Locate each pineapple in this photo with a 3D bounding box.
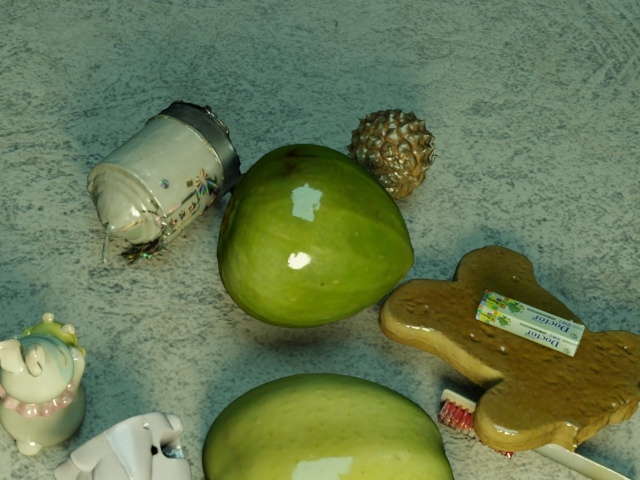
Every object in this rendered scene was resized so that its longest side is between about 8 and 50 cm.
[{"bbox_3d":[0.130,-0.169,1.967,0.166,0.166,0.193,9,46,-1],"label":"pineapple"}]

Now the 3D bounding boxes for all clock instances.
[{"bbox_3d":[-0.220,0.376,1.426,0.189,0.189,0.254,-19,69,-25],"label":"clock"}]

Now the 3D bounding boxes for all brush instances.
[{"bbox_3d":[0.322,0.316,1.626,0.321,0.060,0.050,24,61,13],"label":"brush"}]

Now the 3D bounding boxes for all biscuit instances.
[{"bbox_3d":[0.299,0.174,1.703,0.368,0.076,0.394,-23,47,-36],"label":"biscuit"}]

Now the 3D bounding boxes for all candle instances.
[{"bbox_3d":[-0.285,-0.079,1.796,0.187,0.187,0.330,30,51,17],"label":"candle"}]

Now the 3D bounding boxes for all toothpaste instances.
[{"bbox_3d":[0.323,0.127,1.682,0.164,0.034,0.046,21,40,15],"label":"toothpaste"}]

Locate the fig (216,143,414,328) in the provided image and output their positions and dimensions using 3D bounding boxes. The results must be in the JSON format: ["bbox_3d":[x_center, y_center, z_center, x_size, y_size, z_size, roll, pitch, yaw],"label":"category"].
[{"bbox_3d":[0.000,0.000,1.708,0.316,0.316,0.316,5,48,-5],"label":"fig"}]

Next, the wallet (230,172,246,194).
[{"bbox_3d":[-0.072,-0.098,1.954,0.176,0.026,0.095,-12,49,-20],"label":"wallet"}]

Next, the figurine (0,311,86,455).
[{"bbox_3d":[-0.387,0.177,1.509,0.127,0.235,0.155,23,49,11],"label":"figurine"}]

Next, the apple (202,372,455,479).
[{"bbox_3d":[0.025,0.349,1.525,0.360,0.312,0.320,-7,94,-14],"label":"apple"}]
